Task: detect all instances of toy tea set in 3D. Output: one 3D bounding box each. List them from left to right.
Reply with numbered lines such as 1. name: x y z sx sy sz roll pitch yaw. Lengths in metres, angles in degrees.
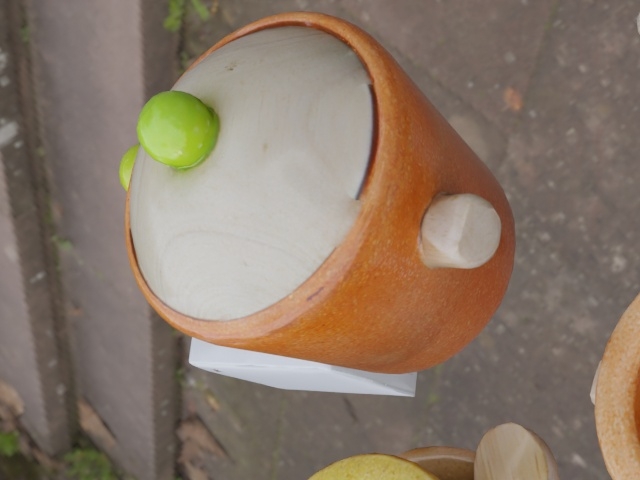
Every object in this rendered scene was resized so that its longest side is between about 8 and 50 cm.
1. toy tea set: 0.078 -0.012 0.302 0.124 0.336 0.200 28 -141 -47

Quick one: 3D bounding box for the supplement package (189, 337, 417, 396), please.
1. supplement package: 0.000 0.000 0.811 0.105 0.179 0.105 0 166 34
